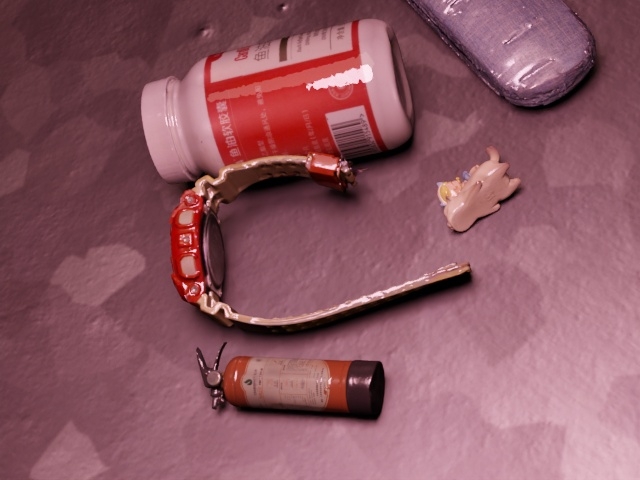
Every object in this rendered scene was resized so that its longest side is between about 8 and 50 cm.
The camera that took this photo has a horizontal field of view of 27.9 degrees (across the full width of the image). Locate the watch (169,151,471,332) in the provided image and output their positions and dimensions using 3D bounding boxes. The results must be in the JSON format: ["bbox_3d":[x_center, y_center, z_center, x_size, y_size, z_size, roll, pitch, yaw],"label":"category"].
[{"bbox_3d":[-0.008,-0.004,1.198,0.268,0.102,0.164,-15,74,7],"label":"watch"}]

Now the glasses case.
[{"bbox_3d":[0.167,-0.239,1.305,0.109,0.067,0.282,-35,53,-2],"label":"glasses case"}]

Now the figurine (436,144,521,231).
[{"bbox_3d":[0.143,-0.049,1.211,0.083,0.047,0.050,-38,40,1],"label":"figurine"}]

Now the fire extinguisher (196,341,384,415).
[{"bbox_3d":[-0.032,0.124,1.151,0.177,0.050,0.062,1,78,19],"label":"fire extinguisher"}]

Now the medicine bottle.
[{"bbox_3d":[-0.041,-0.132,1.266,0.250,0.131,0.131,-11,56,11],"label":"medicine bottle"}]
